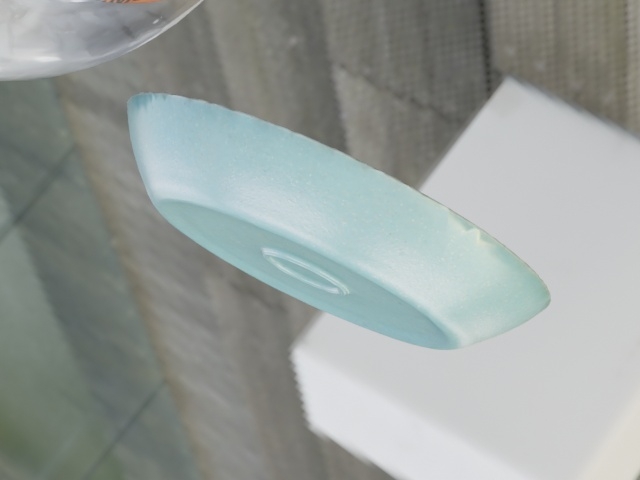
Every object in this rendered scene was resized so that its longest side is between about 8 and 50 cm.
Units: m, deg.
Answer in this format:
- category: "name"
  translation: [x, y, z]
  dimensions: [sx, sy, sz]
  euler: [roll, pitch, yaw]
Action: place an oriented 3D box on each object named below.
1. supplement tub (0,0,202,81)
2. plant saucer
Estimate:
- category: "supplement tub"
  translation: [-0.140, -0.142, 0.591]
  dimensions: [0.316, 0.193, 0.193]
  euler: [3, 139, 47]
- category: "plant saucer"
  translation: [0.000, 0.000, 0.508]
  dimensions: [0.119, 0.021, 0.119]
  euler: [25, 169, 5]
